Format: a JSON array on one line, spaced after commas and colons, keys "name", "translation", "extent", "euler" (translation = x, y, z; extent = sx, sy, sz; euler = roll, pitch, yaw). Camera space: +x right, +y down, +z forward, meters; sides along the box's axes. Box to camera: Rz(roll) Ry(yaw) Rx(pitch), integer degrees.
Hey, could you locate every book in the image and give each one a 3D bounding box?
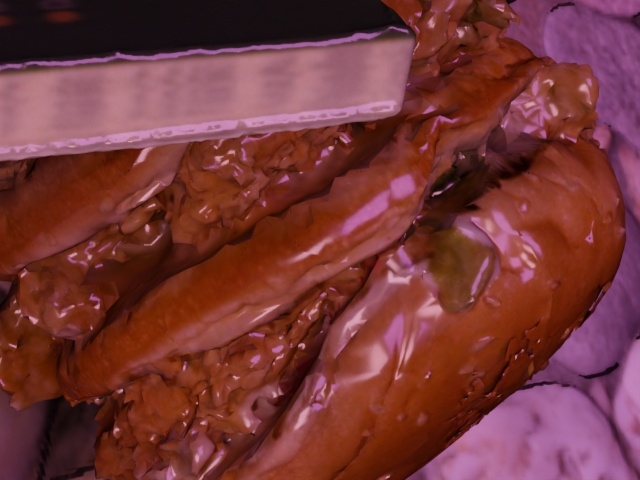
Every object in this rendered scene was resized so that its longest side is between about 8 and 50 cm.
[{"name": "book", "translation": [-0.186, -0.089, 0.617], "extent": [0.371, 0.043, 0.260], "euler": [-6, 30, -18]}]

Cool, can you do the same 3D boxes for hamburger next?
[{"name": "hamburger", "translation": [0.000, -0.010, 0.779], "extent": [0.211, 0.245, 0.260], "euler": [56, 30, -2]}]

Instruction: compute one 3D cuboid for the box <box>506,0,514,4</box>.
[{"name": "box", "translation": [0.022, -0.160, 0.914], "extent": [0.151, 0.135, 0.151], "euler": [12, 69, -32]}]
